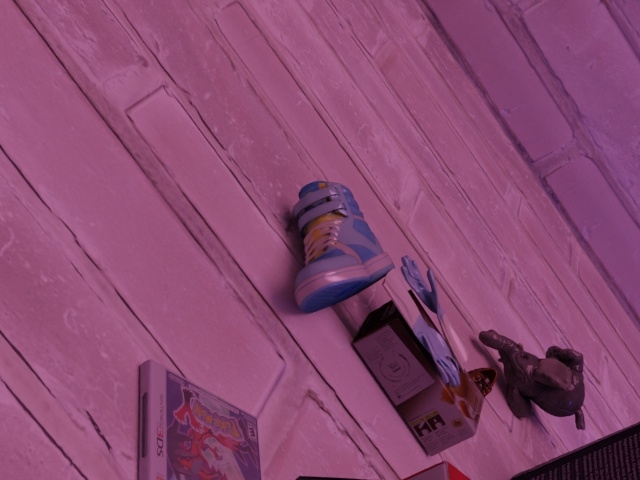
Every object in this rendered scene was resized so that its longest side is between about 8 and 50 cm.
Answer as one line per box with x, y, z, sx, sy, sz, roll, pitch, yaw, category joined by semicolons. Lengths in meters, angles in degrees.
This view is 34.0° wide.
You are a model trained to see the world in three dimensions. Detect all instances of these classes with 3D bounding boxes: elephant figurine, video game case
0.462;0.302;2.275;0.239;0.186;0.169;11;94;-45;elephant figurine
-0.144;0.262;1.286;0.201;0.023;0.183;38;32;-39;video game case

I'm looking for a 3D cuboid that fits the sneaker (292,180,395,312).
0.000;0.000;1.748;0.208;0.127;0.319;61;18;6;sneaker

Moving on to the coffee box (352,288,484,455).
0.176;0.230;1.836;0.246;0.098;0.141;55;22;-8;coffee box

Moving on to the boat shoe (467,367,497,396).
0.304;0.285;2.065;0.064;0.060;0.178;61;24;4;boat shoe

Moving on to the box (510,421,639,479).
0.673;0.591;1.915;0.480;0.472;0.297;49;26;-20;box

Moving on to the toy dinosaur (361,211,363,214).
0.041;-0.010;1.940;0.093;0.053;0.183;4;69;-41;toy dinosaur

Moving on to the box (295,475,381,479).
0.026;0.377;1.271;0.232;0.183;0.059;-51;136;-62;box

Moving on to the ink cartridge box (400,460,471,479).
0.179;0.448;1.472;0.273;0.197;0.114;41;31;-33;ink cartridge box

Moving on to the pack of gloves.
0.202;0.131;1.818;0.232;0.046;0.195;58;20;-6;pack of gloves
